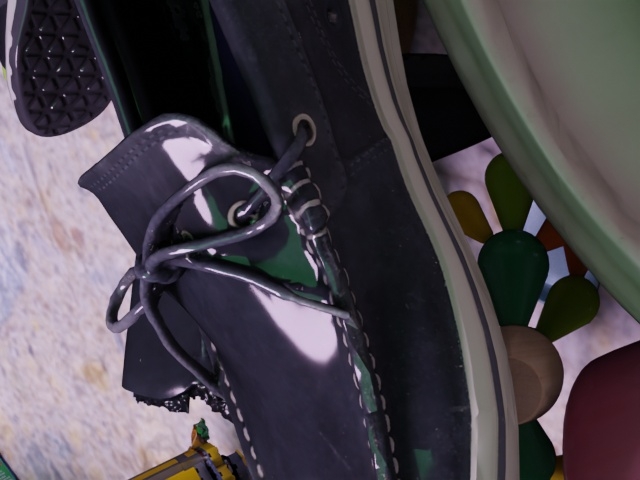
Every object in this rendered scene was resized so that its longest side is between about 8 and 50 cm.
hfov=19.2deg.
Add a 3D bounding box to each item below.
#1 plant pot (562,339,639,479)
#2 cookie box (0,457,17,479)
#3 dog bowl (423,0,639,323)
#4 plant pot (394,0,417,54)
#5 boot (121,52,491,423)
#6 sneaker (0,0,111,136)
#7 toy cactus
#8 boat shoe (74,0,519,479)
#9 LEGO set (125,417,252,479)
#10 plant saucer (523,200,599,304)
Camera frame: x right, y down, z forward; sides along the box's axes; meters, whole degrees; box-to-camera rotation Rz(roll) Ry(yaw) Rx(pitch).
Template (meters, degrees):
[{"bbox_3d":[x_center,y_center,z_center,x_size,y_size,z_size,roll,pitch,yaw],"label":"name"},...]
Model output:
[{"bbox_3d":[0.246,0.122,0.926,0.180,0.201,0.201,-26,93,30],"label":"plant pot"},{"bbox_3d":[-0.282,0.215,1.541,0.107,0.040,0.092,51,134,9],"label":"cookie box"},{"bbox_3d":[0.192,-0.121,0.776,0.408,0.150,0.408,52,162,24],"label":"dog bowl"},{"bbox_3d":[-0.045,-0.166,1.144,0.236,0.032,0.236,20,123,33],"label":"plant pot"},{"bbox_3d":[0.000,0.000,1.067,0.246,0.094,0.207,-1,93,20],"label":"boot"},{"bbox_3d":[-0.182,-0.187,1.243,0.097,0.084,0.234,40,136,53],"label":"sneaker"},{"bbox_3d":[0.094,0.059,0.985,0.112,0.180,0.219,9,95,8],"label":"toy cactus"},{"bbox_3d":[-0.033,-0.017,0.913,0.187,0.156,0.500,-24,76,57],"label":"boat shoe"},{"bbox_3d":[0.028,0.252,1.226,0.331,0.192,0.255,66,165,0],"label":"LEGO set"},{"bbox_3d":[0.142,-0.047,1.046,0.067,0.018,0.192,28,126,30],"label":"plant saucer"}]
